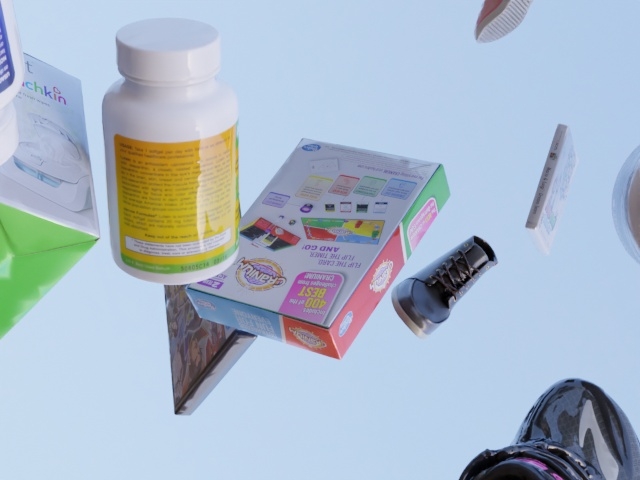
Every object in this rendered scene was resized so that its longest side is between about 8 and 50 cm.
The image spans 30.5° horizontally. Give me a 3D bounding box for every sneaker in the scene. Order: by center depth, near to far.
[{"bbox_3d":[0.236,0.287,1.209,0.185,0.483,0.202,13,-56,19],"label":"sneaker"},{"bbox_3d":[0.217,-0.298,1.407,0.134,0.051,0.070,-56,-132,55],"label":"sneaker"},{"bbox_3d":[0.178,0.057,1.680,0.118,0.222,0.083,-40,-87,24],"label":"sneaker"}]

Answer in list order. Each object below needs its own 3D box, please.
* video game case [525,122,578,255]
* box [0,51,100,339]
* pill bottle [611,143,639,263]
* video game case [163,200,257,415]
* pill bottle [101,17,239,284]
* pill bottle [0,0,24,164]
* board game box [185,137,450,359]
[{"bbox_3d":[0.308,-0.064,1.554,0.019,0.157,0.143,17,-98,20],"label":"video game case"},{"bbox_3d":[-0.353,-0.030,1.200,0.262,0.126,0.231,-41,-134,29],"label":"box"},{"bbox_3d":[0.455,-0.040,1.360,0.210,0.363,0.210,0,-87,10],"label":"pill bottle"},{"bbox_3d":[-0.176,0.099,1.795,0.275,0.035,0.248,-50,-139,48],"label":"video game case"},{"bbox_3d":[-0.150,-0.091,1.184,0.136,0.136,0.246,30,-51,39],"label":"pill bottle"},{"bbox_3d":[-0.257,-0.138,0.782,0.112,0.112,0.187,37,-38,35],"label":"pill bottle"},{"bbox_3d":[0.000,0.000,1.617,0.242,0.316,0.064,14,-37,33],"label":"board game box"}]
